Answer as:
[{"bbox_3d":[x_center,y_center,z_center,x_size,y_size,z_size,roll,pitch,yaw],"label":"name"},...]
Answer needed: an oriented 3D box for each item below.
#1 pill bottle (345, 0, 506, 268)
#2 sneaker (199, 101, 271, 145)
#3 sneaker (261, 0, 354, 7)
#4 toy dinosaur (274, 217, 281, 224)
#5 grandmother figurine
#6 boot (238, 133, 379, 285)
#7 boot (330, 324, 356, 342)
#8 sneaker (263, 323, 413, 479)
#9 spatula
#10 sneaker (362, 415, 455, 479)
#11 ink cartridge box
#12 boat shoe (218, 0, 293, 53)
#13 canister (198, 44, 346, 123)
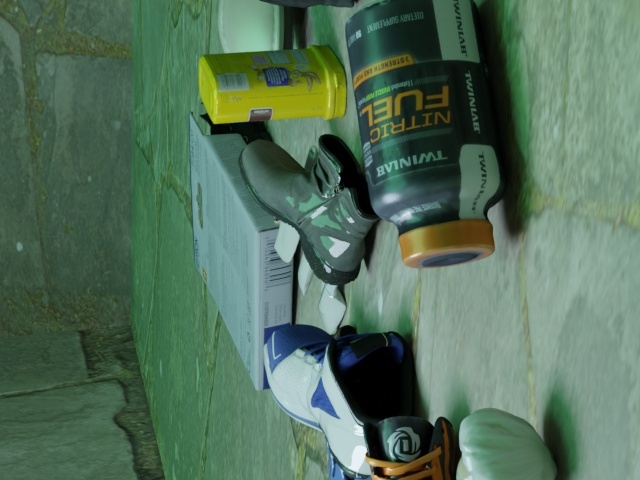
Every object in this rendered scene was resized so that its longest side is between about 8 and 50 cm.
[{"bbox_3d":[0.103,-0.100,1.551,0.130,0.130,0.245,131,132,-72],"label":"pill bottle"},{"bbox_3d":[-0.133,-0.168,2.605,0.170,0.089,0.051,-111,21,-50],"label":"sneaker"},{"bbox_3d":[-0.044,-0.347,2.082,0.286,0.130,0.109,-142,46,-74],"label":"sneaker"},{"bbox_3d":[-0.007,-0.052,2.242,0.183,0.053,0.092,2,108,62],"label":"toy dinosaur"},{"bbox_3d":[0.162,0.312,1.530,0.208,0.104,0.342,-136,39,-57],"label":"grandmother figurine"},{"bbox_3d":[-0.004,-0.078,2.051,0.246,0.083,0.161,52,144,28],"label":"boot"},{"bbox_3d":[0.022,0.170,2.189,0.114,0.037,0.106,139,138,-70],"label":"boot"},{"bbox_3d":[0.041,0.163,1.966,0.315,0.127,0.182,-126,36,-52],"label":"sneaker"},{"bbox_3d":[0.000,0.000,2.190,0.168,0.019,0.242,61,152,28],"label":"spatula"},{"bbox_3d":[0.071,0.272,1.678,0.321,0.125,0.180,-8,-84,-81],"label":"sneaker"},{"bbox_3d":[-0.124,0.009,2.585,0.330,0.071,0.324,-119,23,-46],"label":"ink cartridge box"},{"bbox_3d":[-0.086,-0.358,2.325,0.116,0.097,0.324,-25,68,32],"label":"boat shoe"},{"bbox_3d":[-0.064,-0.200,2.126,0.126,0.170,0.073,-117,26,-59],"label":"canister"}]
